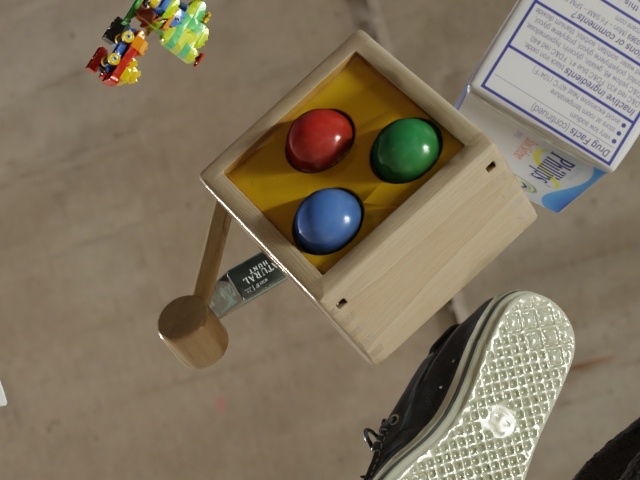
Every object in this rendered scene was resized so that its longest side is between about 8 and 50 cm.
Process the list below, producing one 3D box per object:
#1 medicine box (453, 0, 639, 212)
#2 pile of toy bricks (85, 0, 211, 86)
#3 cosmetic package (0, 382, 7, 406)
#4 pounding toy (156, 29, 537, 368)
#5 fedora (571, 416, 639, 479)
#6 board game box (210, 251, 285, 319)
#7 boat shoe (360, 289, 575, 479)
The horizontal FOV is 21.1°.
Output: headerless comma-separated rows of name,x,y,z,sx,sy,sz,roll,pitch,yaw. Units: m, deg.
medicine box,0.252,-0.193,1.571,0.289,0.149,0.263,-57,177,-7
pile of toy bricks,-0.175,-0.249,2.015,0.212,0.105,0.118,-60,-160,-14
cosmetic package,-0.542,0.161,1.762,0.385,0.156,0.217,-20,-170,-21
pounding toy,-0.020,-0.016,0.978,0.206,0.181,0.094,-42,142,-3
fedora,0.289,0.222,1.364,0.334,0.152,0.334,-45,-179,1
board game box,0.000,0.000,1.300,0.186,0.026,0.126,-30,178,-18
boat shoe,0.146,0.279,2.116,0.156,0.187,0.500,-19,-144,59
